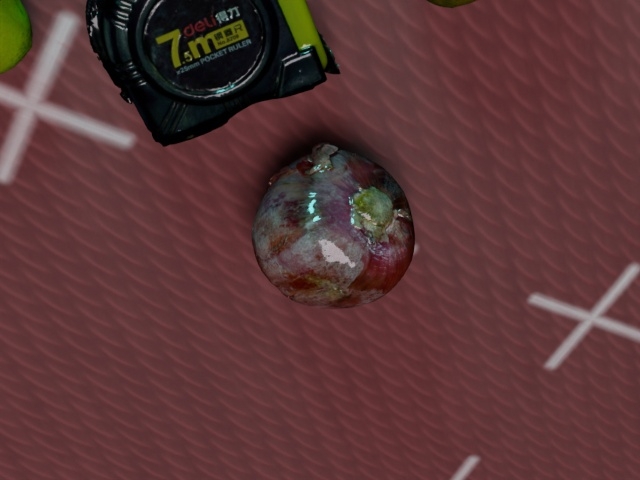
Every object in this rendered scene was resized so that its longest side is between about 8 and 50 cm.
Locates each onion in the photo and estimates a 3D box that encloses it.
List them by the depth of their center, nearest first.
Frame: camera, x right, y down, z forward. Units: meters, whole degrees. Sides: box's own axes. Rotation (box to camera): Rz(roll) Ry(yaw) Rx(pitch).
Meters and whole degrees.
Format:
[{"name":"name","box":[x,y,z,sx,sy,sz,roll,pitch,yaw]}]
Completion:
[{"name":"onion","box":[0.000,0.000,0.956,0.159,0.159,0.195,23,149,-23]}]

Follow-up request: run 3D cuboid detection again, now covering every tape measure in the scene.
[{"name":"tape measure","box":[-0.096,-0.194,0.821,0.199,0.112,0.186,-24,132,-1]}]

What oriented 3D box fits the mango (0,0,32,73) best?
[{"name":"mango","box":[-0.317,-0.200,0.786,0.117,0.089,0.163,-22,125,5]}]

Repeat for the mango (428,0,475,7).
[{"name":"mango","box":[0.129,-0.298,0.786,0.151,0.120,0.221,-10,132,1]}]
